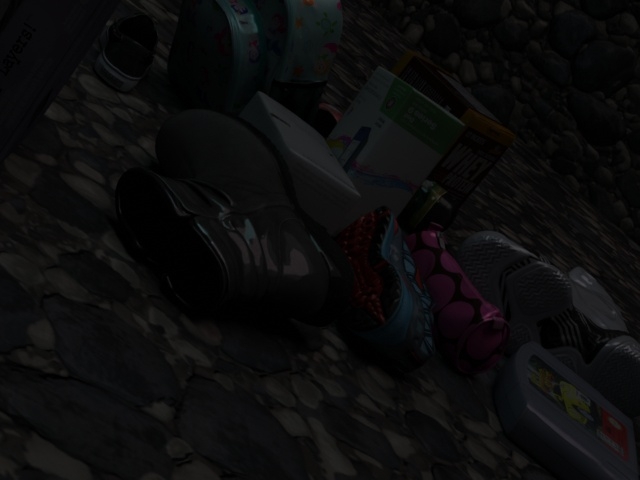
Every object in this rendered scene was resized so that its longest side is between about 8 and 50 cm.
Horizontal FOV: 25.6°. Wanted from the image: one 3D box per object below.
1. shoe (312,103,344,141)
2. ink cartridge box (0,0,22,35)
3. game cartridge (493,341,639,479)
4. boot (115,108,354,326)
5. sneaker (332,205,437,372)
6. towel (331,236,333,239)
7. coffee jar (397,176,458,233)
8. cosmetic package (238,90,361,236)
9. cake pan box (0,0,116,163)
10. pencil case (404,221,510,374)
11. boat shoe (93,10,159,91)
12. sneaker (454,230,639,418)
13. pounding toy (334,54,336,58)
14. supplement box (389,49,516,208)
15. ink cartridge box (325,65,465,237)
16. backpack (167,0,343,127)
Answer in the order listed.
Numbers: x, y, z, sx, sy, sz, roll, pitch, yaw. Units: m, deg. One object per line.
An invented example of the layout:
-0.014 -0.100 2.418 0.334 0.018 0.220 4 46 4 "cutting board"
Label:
0.043 -0.159 2.241 0.178 0.063 0.081 38 16 17 "shoe"
-0.347 -0.309 1.509 0.273 0.197 0.114 16 29 -54 "ink cartridge box"
0.306 0.223 1.766 0.196 0.060 0.294 35 15 1 "game cartridge"
-0.125 -0.048 1.447 0.222 0.118 0.338 12 26 -48 "boot"
0.074 0.063 1.644 0.125 0.104 0.262 50 18 -26 "sneaker"
0.000 0.000 1.755 0.237 0.021 0.102 35 17 -15 "towel"
0.126 -0.080 2.162 0.184 0.079 0.096 40 13 8 "coffee jar"
-0.039 -0.093 1.743 0.117 0.085 0.231 33 11 -24 "cosmetic package"
-0.248 -0.206 1.350 0.070 0.246 0.267 36 16 -10 "cake pan box"
0.163 0.071 1.778 0.095 0.098 0.209 25 21 -41 "pencil case"
-0.244 -0.260 1.833 0.080 0.076 0.228 36 16 -10 "boat shoe"
0.319 0.096 2.010 0.366 0.137 0.210 39 14 -17 "sneaker"
-0.111 -0.311 2.276 0.206 0.094 0.181 34 18 17 "pounding toy"
0.174 -0.168 2.310 0.129 0.191 0.194 20 24 -50 "supplement box"
0.068 -0.102 1.808 0.093 0.212 0.154 31 8 -22 "ink cartridge box"
-0.085 -0.270 1.904 0.191 0.253 0.225 -1 39 -37 "backpack"
